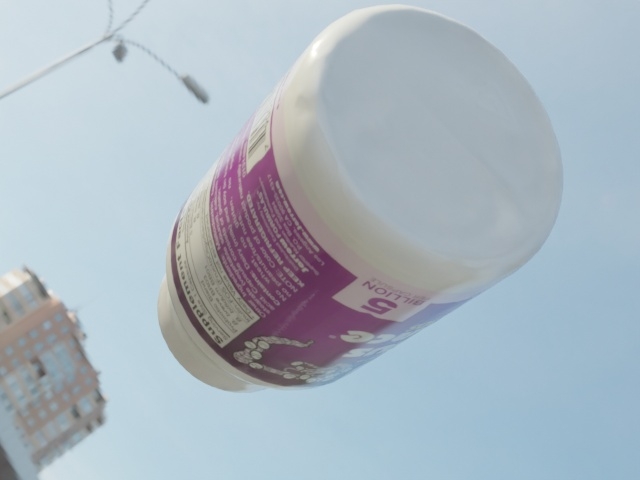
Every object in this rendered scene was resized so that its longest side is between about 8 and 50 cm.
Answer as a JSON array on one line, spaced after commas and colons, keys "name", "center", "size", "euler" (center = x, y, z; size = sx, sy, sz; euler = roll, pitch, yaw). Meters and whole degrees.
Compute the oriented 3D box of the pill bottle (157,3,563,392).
[{"name": "pill bottle", "center": [0.000, 0.000, 0.635], "size": [0.169, 0.169, 0.301], "euler": [52, -35, 3]}]
